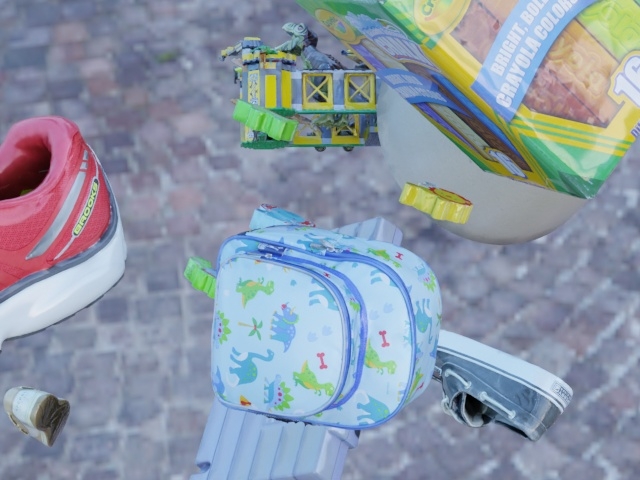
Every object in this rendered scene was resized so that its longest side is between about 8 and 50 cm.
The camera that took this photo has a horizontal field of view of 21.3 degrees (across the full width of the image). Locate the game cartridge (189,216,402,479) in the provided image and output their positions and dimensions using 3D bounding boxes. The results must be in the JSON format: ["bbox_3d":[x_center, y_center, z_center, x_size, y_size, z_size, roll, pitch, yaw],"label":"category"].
[{"bbox_3d":[-0.025,0.148,2.075,0.230,0.068,0.355,-11,51,39],"label":"game cartridge"}]

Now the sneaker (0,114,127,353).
[{"bbox_3d":[-0.228,0.018,0.910,0.107,0.118,0.279,14,39,39],"label":"sneaker"}]

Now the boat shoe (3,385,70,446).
[{"bbox_3d":[-0.282,0.170,1.693,0.045,0.135,0.050,22,72,8],"label":"boat shoe"}]

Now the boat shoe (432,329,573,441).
[{"bbox_3d":[0.149,0.141,1.656,0.070,0.078,0.219,-55,30,-12],"label":"boat shoe"}]

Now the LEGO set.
[{"bbox_3d":[0.008,-0.222,1.992,0.255,0.192,0.331,-1,-6,4],"label":"LEGO set"}]

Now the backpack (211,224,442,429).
[{"bbox_3d":[0.000,0.049,0.895,0.114,0.105,0.084,8,11,20],"label":"backpack"}]

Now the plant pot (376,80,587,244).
[{"bbox_3d":[0.221,-0.154,1.681,0.257,0.274,0.256,5,74,-17],"label":"plant pot"}]

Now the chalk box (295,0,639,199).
[{"bbox_3d":[0.110,-0.193,1.225,0.180,0.289,0.179,-53,23,-6],"label":"chalk box"}]

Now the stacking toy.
[{"bbox_3d":[0.000,0.000,1.419,0.221,0.167,0.052,27,16,21],"label":"stacking toy"}]
